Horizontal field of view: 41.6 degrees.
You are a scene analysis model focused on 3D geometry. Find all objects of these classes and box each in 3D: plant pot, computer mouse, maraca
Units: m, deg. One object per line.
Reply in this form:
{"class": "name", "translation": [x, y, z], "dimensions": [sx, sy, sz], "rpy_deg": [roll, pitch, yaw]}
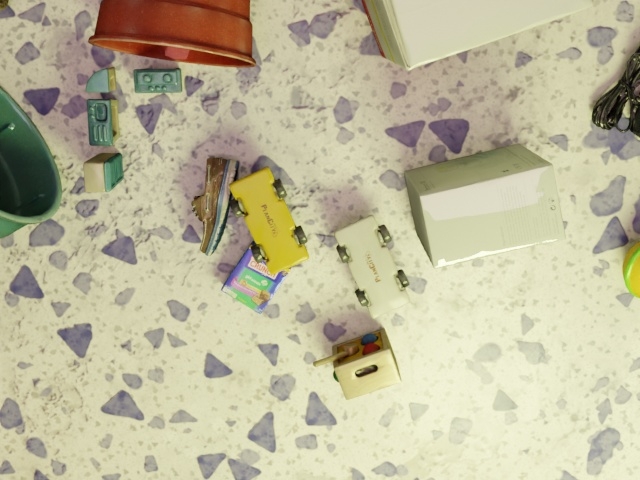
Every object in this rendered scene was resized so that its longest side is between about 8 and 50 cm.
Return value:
{"class": "plant pot", "translation": [-0.678, -0.086, 1.411], "dimensions": [0.334, 0.341, 0.341], "rpy_deg": [-34, 103, 16]}
{"class": "plant pot", "translation": [-0.223, -0.432, 1.360], "dimensions": [0.272, 0.272, 0.265], "rpy_deg": [7, 96, -3]}
{"class": "computer mouse", "translation": [0.646, -0.225, 1.519], "dimensions": [0.272, 0.072, 0.188], "rpy_deg": [34, 104, 3]}
{"class": "maraca", "translation": [0.637, 0.058, 1.577], "dimensions": [0.186, 0.099, 0.127], "rpy_deg": [24, 107, -34]}

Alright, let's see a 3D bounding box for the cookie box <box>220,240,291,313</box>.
{"class": "cookie box", "translation": [-0.121, 0.070, 1.591], "dimensions": [0.092, 0.040, 0.107], "rpy_deg": [32, 101, -8]}

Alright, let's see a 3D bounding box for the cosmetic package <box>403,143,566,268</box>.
{"class": "cosmetic package", "translation": [0.276, -0.066, 1.468], "dimensions": [0.225, 0.224, 0.138], "rpy_deg": [-14, 105, 2]}

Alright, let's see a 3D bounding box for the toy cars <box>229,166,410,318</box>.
{"class": "toy cars", "translation": [0.000, 0.000, 1.556], "dimensions": [0.394, 0.087, 0.176], "rpy_deg": [24, 101, -11]}

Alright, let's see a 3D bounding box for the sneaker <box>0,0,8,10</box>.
{"class": "sneaker", "translation": [-0.593, -0.479, 1.438], "dimensions": [0.071, 0.066, 0.188], "rpy_deg": [-13, 100, 20]}

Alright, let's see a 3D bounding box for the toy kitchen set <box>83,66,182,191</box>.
{"class": "toy kitchen set", "translation": [-0.323, -0.196, 1.476], "dimensions": [0.166, 0.122, 0.207], "rpy_deg": [0, 105, -1]}

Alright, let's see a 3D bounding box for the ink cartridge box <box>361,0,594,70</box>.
{"class": "ink cartridge box", "translation": [0.215, -0.389, 1.300], "dimensions": [0.279, 0.384, 0.160], "rpy_deg": [-19, 104, 4]}

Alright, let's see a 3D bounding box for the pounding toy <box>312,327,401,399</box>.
{"class": "pounding toy", "translation": [0.067, 0.228, 1.589], "dimensions": [0.141, 0.130, 0.100], "rpy_deg": [-19, 104, 4]}

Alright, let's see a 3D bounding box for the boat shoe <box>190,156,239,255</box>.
{"class": "boat shoe", "translation": [-0.201, -0.064, 1.548], "dimensions": [0.066, 0.066, 0.183], "rpy_deg": [15, 94, 0]}
